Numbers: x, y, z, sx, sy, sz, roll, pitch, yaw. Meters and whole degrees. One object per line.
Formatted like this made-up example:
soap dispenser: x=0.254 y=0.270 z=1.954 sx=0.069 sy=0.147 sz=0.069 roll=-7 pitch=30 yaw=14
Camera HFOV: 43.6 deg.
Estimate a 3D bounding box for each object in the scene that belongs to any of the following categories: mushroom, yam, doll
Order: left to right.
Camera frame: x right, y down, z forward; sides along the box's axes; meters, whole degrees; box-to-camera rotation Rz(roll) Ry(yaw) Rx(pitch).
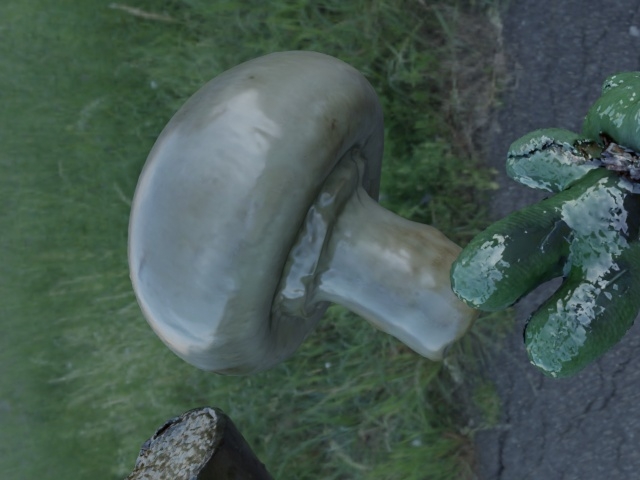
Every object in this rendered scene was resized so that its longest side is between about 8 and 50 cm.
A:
yam: x=-0.043 y=0.262 z=0.579 sx=0.131 sy=0.131 sz=0.279 roll=-14 pitch=115 yaw=51
mushroom: x=-0.018 y=0.003 z=0.485 sx=0.209 sy=0.206 sz=0.206 roll=56 pitch=134 yaw=21
doll: x=0.125 y=-0.013 z=0.324 sx=0.115 sy=0.150 sz=0.077 roll=39 pitch=165 yaw=20
